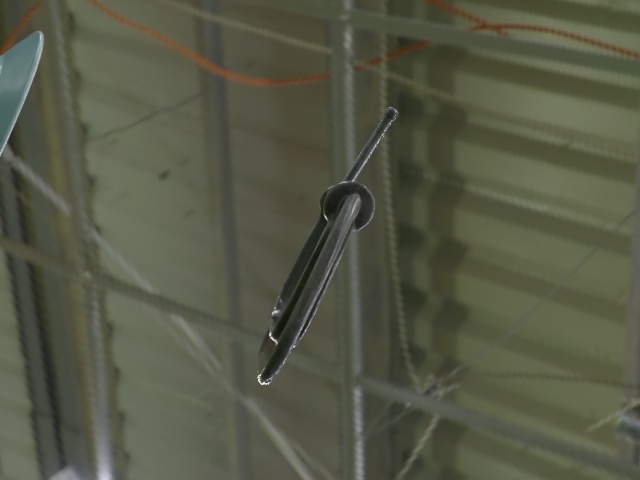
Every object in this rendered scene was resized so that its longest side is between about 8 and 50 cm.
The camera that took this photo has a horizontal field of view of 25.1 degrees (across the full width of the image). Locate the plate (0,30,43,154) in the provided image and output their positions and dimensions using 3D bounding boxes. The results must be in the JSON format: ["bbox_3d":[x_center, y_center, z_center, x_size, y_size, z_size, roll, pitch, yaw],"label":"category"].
[{"bbox_3d":[-0.258,-0.076,1.071,0.024,0.188,0.188,27,-42,-20],"label":"plate"}]

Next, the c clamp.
[{"bbox_3d":[0.000,0.000,0.666,0.022,0.160,0.137,28,-83,-4],"label":"c clamp"}]
